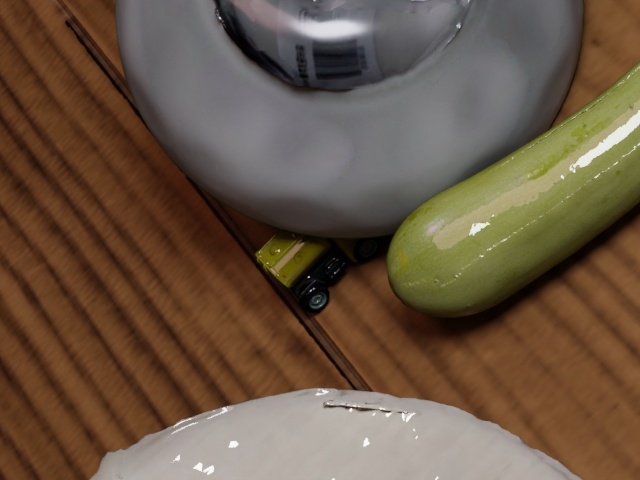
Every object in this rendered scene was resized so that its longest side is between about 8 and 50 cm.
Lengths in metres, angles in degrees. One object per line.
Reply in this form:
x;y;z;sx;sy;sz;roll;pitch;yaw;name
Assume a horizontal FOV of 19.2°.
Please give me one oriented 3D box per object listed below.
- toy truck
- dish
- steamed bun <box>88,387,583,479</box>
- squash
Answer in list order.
0.000;0.000;1.305;0.083;0.054;0.049;-46;44;1;toy truck
0.018;-0.171;1.243;0.324;0.124;0.324;0;79;2;dish
0.006;0.267;0.957;0.374;0.241;0.374;1;58;-2;steamed bun
0.149;-0.035;1.201;0.250;0.083;0.083;-36;46;9;squash
